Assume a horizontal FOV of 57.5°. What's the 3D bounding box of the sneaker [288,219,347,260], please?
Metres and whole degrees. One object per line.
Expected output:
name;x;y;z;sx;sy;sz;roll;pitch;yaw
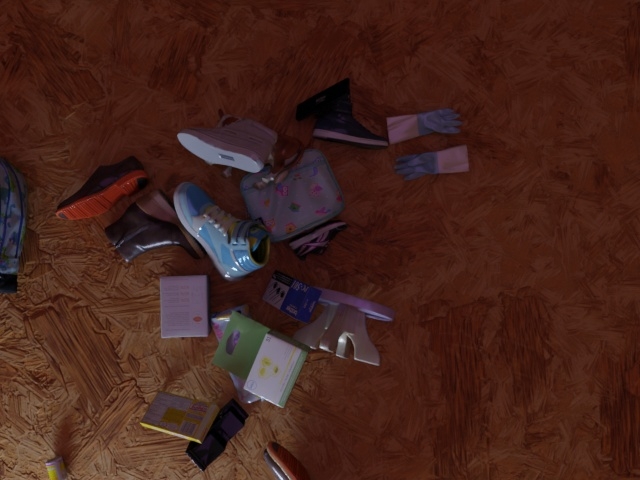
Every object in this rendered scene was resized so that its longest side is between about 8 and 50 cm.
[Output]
sneaker;0.000;0.000;1.704;0.178;0.072;0.077;-24;102;3

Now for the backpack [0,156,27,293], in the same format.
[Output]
backpack;-0.929;-0.067;1.552;0.290;0.273;0.356;14;74;3

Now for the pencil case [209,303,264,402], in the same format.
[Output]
pencil case;-0.213;0.315;1.638;0.113;0.124;0.273;-19;91;-45

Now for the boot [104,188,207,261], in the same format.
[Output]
boot;-0.468;-0.001;1.666;0.207;0.090;0.248;-38;94;8

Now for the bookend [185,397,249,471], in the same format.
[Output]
bookend;-0.281;0.532;1.605;0.156;0.157;0.072;-42;92;-4

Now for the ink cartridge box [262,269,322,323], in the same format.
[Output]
ink cartridge box;-0.082;0.152;1.616;0.046;0.207;0.097;27;86;-33

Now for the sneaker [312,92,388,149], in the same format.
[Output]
sneaker;0.102;-0.359;1.710;0.226;0.086;0.163;12;89;-3

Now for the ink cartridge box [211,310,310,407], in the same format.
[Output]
ink cartridge box;-0.165;0.312;1.543;0.235;0.056;0.171;24;99;6

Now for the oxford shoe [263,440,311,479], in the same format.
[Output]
oxford shoe;-0.071;0.736;1.632;0.132;0.130;0.364;-33;89;3

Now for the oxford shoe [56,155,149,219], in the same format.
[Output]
oxford shoe;-0.624;-0.147;1.651;0.271;0.097;0.098;-28;70;-10

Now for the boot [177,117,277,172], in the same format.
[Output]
boot;-0.240;-0.269;1.536;0.258;0.095;0.123;20;62;15

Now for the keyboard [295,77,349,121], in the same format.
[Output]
keyboard;0.010;-0.387;1.671;0.038;0.192;0.100;38;46;-37

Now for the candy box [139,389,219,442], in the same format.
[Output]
candy box;-0.385;0.479;1.592;0.205;0.027;0.105;6;47;27

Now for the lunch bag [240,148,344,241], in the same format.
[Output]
lunch bag;-0.088;-0.128;1.673;0.279;0.108;0.224;-23;90;-5

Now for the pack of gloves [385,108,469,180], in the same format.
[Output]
pack of gloves;0.320;-0.289;1.757;0.232;0.046;0.195;-9;100;-2

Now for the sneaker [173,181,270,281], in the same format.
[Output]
sneaker;-0.249;-0.045;1.587;0.319;0.208;0.127;56;45;-15

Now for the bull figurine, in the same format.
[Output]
bull figurine;-0.202;-0.256;1.617;0.310;0.101;0.188;17;68;22

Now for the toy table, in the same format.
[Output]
toy table;0.057;0.237;1.617;0.274;0.252;0.161;9;75;29

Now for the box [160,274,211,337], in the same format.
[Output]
box;-0.379;0.184;1.645;0.130;0.091;0.171;-1;87;-5

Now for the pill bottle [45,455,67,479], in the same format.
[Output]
pill bottle;-0.731;0.647;1.621;0.043;0.043;0.083;-16;89;-5
